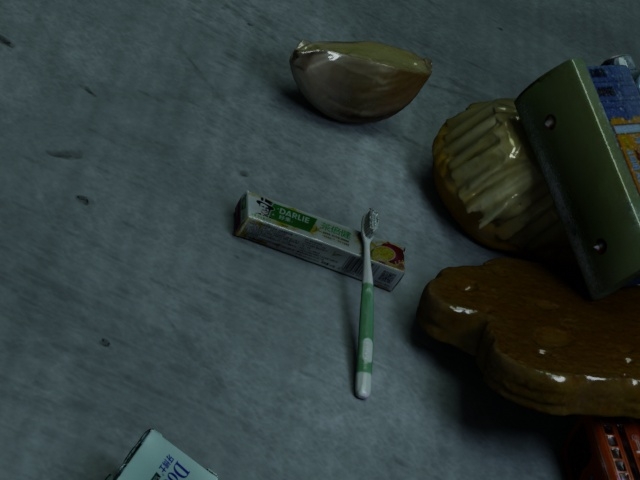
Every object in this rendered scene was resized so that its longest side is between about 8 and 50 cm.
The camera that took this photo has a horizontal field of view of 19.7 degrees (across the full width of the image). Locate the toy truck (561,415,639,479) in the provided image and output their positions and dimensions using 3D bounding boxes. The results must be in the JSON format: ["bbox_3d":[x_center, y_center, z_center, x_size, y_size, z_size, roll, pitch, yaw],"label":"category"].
[{"bbox_3d":[0.338,0.293,1.959,0.114,0.107,0.253,11,37,-17],"label":"toy truck"}]

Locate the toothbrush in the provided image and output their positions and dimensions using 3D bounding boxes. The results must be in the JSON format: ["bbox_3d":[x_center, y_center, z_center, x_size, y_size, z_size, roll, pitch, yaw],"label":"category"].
[{"bbox_3d":[0.052,0.066,2.048,0.018,0.024,0.257,19,50,-19],"label":"toothbrush"}]

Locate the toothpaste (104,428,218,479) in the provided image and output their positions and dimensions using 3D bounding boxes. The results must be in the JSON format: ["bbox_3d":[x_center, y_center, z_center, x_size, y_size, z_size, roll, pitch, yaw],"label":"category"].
[{"bbox_3d":[-0.190,0.286,1.594,0.089,0.071,0.313,36,34,-1],"label":"toothpaste"}]

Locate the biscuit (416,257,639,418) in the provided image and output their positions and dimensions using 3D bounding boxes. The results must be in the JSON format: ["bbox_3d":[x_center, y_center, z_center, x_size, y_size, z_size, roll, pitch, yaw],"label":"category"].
[{"bbox_3d":[0.287,0.113,2.084,0.359,0.074,0.381,20,24,25],"label":"biscuit"}]

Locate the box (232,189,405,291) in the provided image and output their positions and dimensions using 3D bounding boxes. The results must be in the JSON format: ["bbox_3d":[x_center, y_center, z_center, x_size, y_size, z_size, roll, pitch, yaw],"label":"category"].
[{"bbox_3d":[0.000,0.000,2.114,0.207,0.041,0.050,19,40,-17],"label":"box"}]

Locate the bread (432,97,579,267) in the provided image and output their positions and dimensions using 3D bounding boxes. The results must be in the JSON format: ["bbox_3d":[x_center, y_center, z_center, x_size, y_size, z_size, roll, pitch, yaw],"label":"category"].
[{"bbox_3d":[0.320,-0.080,2.368,0.388,0.183,0.236,14,54,-35],"label":"bread"}]

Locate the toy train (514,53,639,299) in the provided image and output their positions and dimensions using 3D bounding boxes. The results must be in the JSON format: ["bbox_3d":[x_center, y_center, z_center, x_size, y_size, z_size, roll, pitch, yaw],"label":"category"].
[{"bbox_3d":[0.362,-0.077,2.186,0.202,0.131,0.300,-8,70,-38],"label":"toy train"}]

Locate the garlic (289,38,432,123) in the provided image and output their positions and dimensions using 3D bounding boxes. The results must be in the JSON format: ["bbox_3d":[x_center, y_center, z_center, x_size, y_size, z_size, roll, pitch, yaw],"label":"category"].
[{"bbox_3d":[0.038,-0.202,2.337,0.195,0.101,0.087,8,38,-25],"label":"garlic"}]
